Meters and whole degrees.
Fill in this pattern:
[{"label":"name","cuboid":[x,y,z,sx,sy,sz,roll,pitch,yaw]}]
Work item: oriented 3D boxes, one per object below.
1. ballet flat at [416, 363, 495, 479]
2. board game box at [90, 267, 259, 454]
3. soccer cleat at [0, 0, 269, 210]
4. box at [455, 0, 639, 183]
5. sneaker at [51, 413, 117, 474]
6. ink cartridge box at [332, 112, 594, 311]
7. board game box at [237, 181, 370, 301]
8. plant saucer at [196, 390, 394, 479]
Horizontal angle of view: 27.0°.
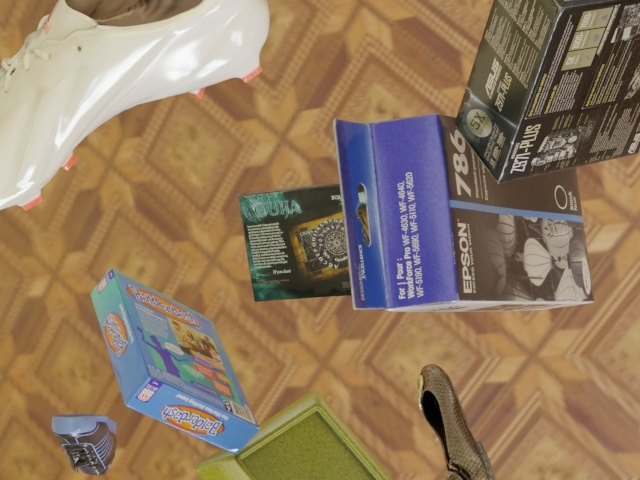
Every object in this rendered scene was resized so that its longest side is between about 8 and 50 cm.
[{"label":"ballet flat","cuboid":[0.159,0.242,1.692,0.058,0.250,0.084,-15,123,-5]},{"label":"board game box","cuboid":[-0.168,0.135,1.509,0.047,0.160,0.210,-49,35,15]},{"label":"soccer cleat","cuboid":[-0.117,-0.074,0.603,0.196,0.076,0.068,-28,52,4]},{"label":"box","cuboid":[0.206,-0.146,1.067,0.077,0.147,0.180,59,151,35]},{"label":"sneaker","cuboid":[-0.377,0.331,2.152,0.081,0.232,0.090,-1,77,8]},{"label":"ink cartridge box","cuboid":[0.139,-0.020,1.192,0.065,0.332,0.165,-11,83,37]},{"label":"board game box","cuboid":[0.000,0.000,1.472,0.186,0.026,0.126,-5,98,31]},{"label":"plant saucer","cuboid":[-0.014,0.274,1.532,0.188,0.188,0.045,47,148,21]}]
